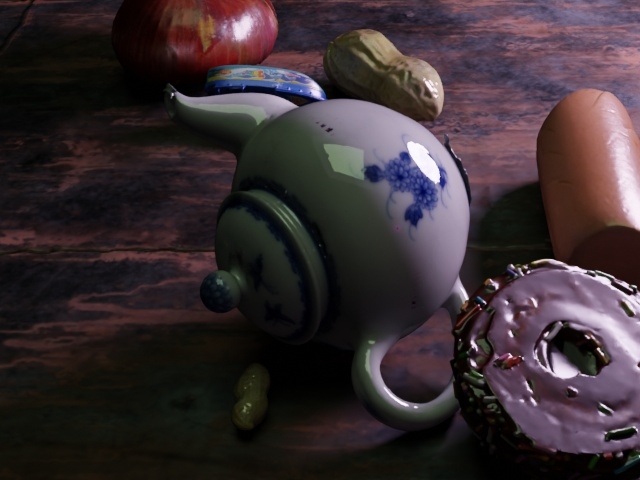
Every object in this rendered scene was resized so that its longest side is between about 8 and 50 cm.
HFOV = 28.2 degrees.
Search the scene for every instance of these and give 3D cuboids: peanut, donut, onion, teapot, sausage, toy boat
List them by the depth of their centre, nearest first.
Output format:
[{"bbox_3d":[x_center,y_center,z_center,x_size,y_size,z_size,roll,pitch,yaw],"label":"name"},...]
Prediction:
[{"bbox_3d":[0.222,0.126,1.157,0.235,0.089,0.235,7,48,-8],"label":"donut"},{"bbox_3d":[-0.066,0.152,1.231,0.037,0.037,0.083,-1,33,5],"label":"peanut"},{"bbox_3d":[0.000,0.000,1.249,0.280,0.252,0.424,-28,76,-31],"label":"teapot"},{"bbox_3d":[0.304,-0.057,1.408,0.121,0.121,0.304,-1,36,4],"label":"sausage"},{"bbox_3d":[-0.064,-0.164,1.645,0.175,0.091,0.110,2,70,3],"label":"toy boat"},{"bbox_3d":[0.084,-0.216,1.669,0.090,0.099,0.214,-18,40,-35],"label":"peanut"},{"bbox_3d":[-0.179,-0.305,1.783,0.248,0.161,0.248,-20,23,9],"label":"onion"}]
